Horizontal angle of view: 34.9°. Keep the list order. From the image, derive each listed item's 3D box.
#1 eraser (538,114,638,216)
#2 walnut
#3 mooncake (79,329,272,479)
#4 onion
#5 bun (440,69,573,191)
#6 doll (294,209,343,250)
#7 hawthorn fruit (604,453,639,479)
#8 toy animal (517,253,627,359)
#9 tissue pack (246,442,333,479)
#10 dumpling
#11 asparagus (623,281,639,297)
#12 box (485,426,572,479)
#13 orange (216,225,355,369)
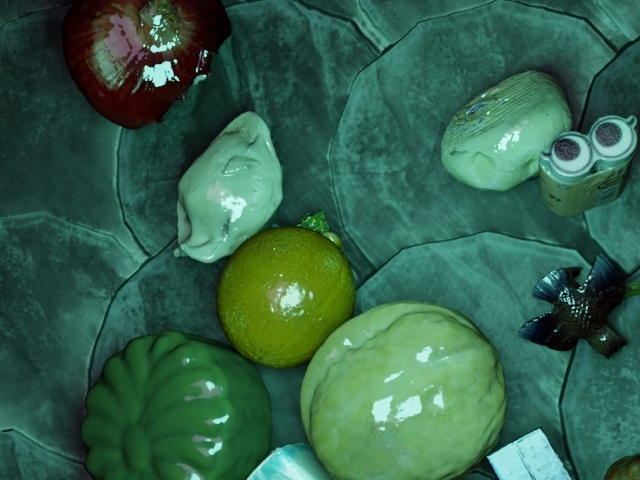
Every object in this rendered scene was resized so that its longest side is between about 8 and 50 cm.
[{"bbox_3d":[0.477,-0.126,1.811,0.171,0.290,0.087,-23,75,7],"label":"eraser"},{"bbox_3d":[0.148,0.281,1.770,0.381,0.381,0.381,-2,78,12],"label":"walnut"},{"bbox_3d":[-0.275,0.345,1.886,0.356,0.194,0.356,-10,71,29],"label":"mooncake"},{"bbox_3d":[-0.354,-0.403,2.043,0.341,0.341,0.341,-2,78,12],"label":"onion"},{"bbox_3d":[0.352,-0.197,1.903,0.273,0.273,0.168,-38,113,2],"label":"bun"},{"bbox_3d":[0.001,-0.006,2.021,0.078,0.076,0.113,-35,103,29],"label":"doll"},{"bbox_3d":[0.577,0.473,1.731,0.181,0.181,0.235,-7,77,11],"label":"hawthorn fruit"},{"bbox_3d":[0.470,0.136,1.846,0.218,0.116,0.179,-44,72,12],"label":"toy animal"},{"bbox_3d":[0.007,0.494,1.832,0.271,0.201,0.124,43,97,17],"label":"tissue pack"},{"bbox_3d":[-0.192,-0.092,2.042,0.243,0.187,0.318,-2,65,52],"label":"dumpling"},{"bbox_3d":[0.645,0.081,1.869,0.236,0.027,0.034,-8,82,10],"label":"asparagus"},{"bbox_3d":[0.393,0.455,1.715,0.116,0.279,0.261,-31,73,6],"label":"box"},{"bbox_3d":[-0.062,0.103,1.897,0.274,0.274,0.274,-2,78,12],"label":"orange"}]
